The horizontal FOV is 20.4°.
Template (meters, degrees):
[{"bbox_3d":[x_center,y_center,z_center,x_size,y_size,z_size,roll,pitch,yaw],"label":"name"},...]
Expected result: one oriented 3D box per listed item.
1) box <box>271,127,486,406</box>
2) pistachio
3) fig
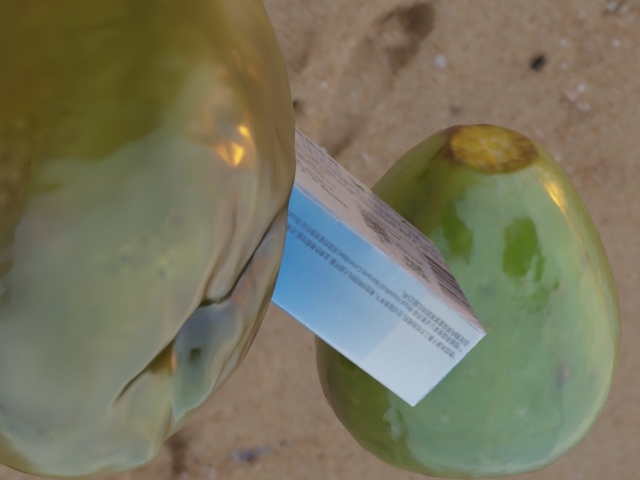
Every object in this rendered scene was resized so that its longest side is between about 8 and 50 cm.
[{"bbox_3d":[0.000,-0.001,1.122,0.194,0.139,0.073,38,102,-26],"label":"box"},{"bbox_3d":[-0.055,-0.028,0.421,0.100,0.189,0.110,16,119,-25],"label":"pistachio"},{"bbox_3d":[0.118,0.045,1.445,0.258,0.258,0.326,-23,138,-17],"label":"fig"}]
